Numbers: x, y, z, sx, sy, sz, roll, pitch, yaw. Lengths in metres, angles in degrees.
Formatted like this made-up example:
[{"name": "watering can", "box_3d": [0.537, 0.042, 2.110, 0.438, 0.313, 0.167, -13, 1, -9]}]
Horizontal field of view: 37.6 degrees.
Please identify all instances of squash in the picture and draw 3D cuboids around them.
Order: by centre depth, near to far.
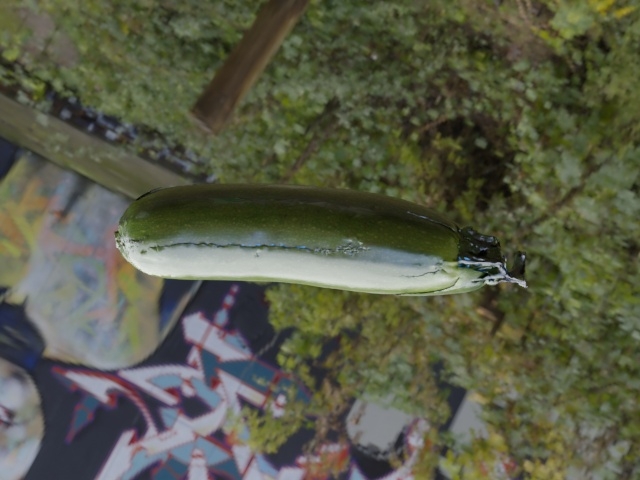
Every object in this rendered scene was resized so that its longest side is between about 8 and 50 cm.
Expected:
[{"name": "squash", "box_3d": [0.000, -0.001, 0.745, 0.332, 0.087, 0.087, 5, 170, 7]}]
